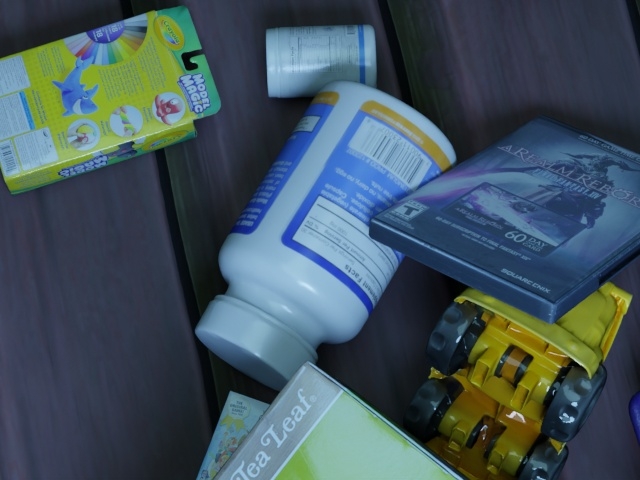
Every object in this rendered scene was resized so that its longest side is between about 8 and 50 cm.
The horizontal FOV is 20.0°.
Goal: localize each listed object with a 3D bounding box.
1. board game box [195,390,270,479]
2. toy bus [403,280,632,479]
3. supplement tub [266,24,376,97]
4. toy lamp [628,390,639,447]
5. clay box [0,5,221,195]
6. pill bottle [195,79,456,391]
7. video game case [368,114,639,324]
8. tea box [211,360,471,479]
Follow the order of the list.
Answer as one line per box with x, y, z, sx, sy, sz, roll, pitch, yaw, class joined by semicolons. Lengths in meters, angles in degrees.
-0.030;0.214;1.678;0.154;0.026;0.103;19;73;6;board game box
0.192;0.108;1.648;0.149;0.220;0.211;29;42;15;toy bus
0.001;-0.176;1.778;0.107;0.071;0.071;-2;73;0;supplement tub
0.318;0.084;1.658;0.080;0.080;0.275;3;59;1;toy lamp
-0.217;-0.139;1.776;0.222;0.053;0.127;-17;73;-7;clay box
0.000;0.000;1.681;0.152;0.152;0.272;29;76;9;pill bottle
0.203;-0.027;1.635;0.196;0.026;0.274;26;39;31;video game case
0.024;0.328;1.513;0.323;0.220;0.329;38;88;10;tea box
